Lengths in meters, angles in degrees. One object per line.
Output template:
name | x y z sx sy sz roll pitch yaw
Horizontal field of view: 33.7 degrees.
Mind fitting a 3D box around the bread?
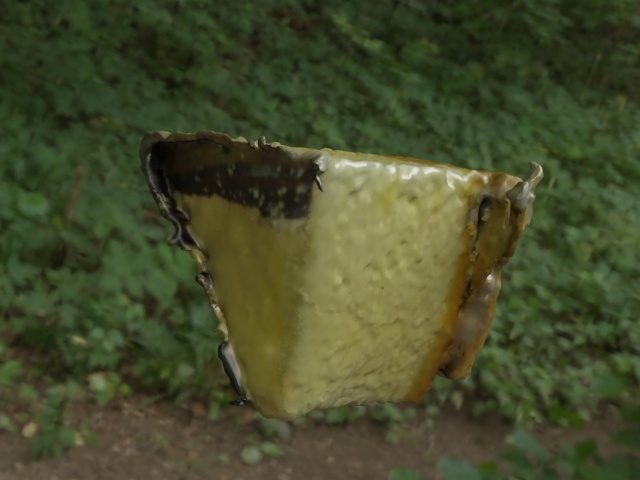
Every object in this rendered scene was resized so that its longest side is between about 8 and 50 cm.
bread | 0.000 0.000 0.490 0.147 0.127 0.152 2 21 -45
